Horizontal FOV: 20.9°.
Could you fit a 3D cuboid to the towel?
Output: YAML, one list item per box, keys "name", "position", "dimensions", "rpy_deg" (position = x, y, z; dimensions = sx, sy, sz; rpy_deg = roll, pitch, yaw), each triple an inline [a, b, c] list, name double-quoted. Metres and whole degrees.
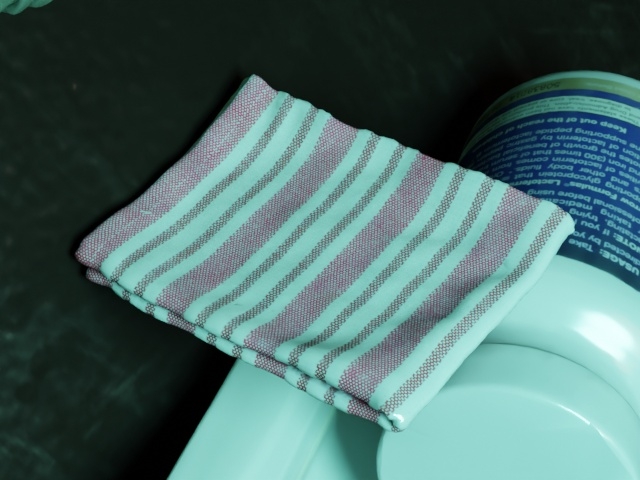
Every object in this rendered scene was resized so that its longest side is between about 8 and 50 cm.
- name: "towel"
  position: [0.000, 0.000, 0.815]
  dimensions: [0.144, 0.197, 0.029]
  rpy_deg: [-48, 146, -29]

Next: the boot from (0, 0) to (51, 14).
- name: "boot"
  position: [-0.176, -0.192, 0.717]
  dimensions: [0.161, 0.083, 0.246]
  rpy_deg: [-38, 126, -35]

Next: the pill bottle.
- name: "pill bottle"
  position: [0.121, 0.038, 0.894]
  dimensions: [0.153, 0.153, 0.264]
  rpy_deg: [63, 31, -26]

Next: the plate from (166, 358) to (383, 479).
- name: "plate"
  position: [0.030, 0.170, 0.906]
  dimensions: [0.277, 0.045, 0.278]
  rpy_deg: [58, 41, -28]
